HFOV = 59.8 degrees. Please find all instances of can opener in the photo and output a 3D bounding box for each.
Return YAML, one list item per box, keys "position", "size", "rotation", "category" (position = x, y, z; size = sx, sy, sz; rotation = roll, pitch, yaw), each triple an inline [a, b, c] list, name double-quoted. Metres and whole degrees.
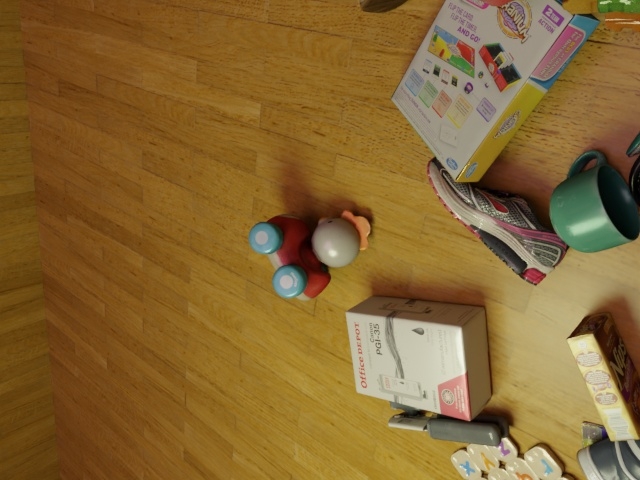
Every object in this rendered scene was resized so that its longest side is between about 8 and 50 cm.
- position: [0.263, 0.380, 1.215]
  size: [0.283, 0.076, 0.095]
  rotation: [-12, 92, 45]
  category: "can opener"

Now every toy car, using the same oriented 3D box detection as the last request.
- position: [0.000, 0.000, 1.276]
  size: [0.238, 0.219, 0.210]
  rotation: [-32, 81, 13]
  category: "toy car"

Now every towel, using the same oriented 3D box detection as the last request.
- position: [0.529, 0.375, 1.036]
  size: [0.083, 0.009, 0.060]
  rotation: [4, 106, 40]
  category: "towel"

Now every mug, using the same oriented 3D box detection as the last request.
- position: [0.440, -0.054, 0.907]
  size: [0.129, 0.158, 0.097]
  rotation: [48, 138, -13]
  category: "mug"

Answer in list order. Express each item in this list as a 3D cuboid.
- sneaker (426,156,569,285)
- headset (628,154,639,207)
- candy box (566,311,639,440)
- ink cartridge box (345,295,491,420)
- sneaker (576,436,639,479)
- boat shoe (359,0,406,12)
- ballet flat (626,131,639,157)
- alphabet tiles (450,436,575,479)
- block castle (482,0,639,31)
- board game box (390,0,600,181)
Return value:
- position: [0.315, -0.055, 1.023]
  size: [0.299, 0.121, 0.112]
  rotation: [46, 102, 19]
  category: "sneaker"
- position: [0.547, -0.086, 0.747]
  size: [0.185, 0.243, 0.394]
  rotation: [4, 91, 9]
  category: "headset"
- position: [0.495, 0.229, 0.951]
  size: [0.053, 0.109, 0.187]
  rotation: [-27, 86, 43]
  category: "candy box"
- position: [0.206, 0.243, 1.195]
  size: [0.283, 0.117, 0.207]
  rotation: [1, 105, 40]
  category: "ink cartridge box"
- position: [0.588, 0.449, 0.935]
  size: [0.153, 0.099, 0.282]
  rotation: [-50, 66, 31]
  category: "sneaker"
- position: [0.181, -0.531, 0.962]
  size: [0.342, 0.123, 0.123]
  rotation: [-19, 81, 56]
  category: "boat shoe"
- position: [0.516, -0.173, 0.852]
  size: [0.041, 0.041, 0.114]
  rotation: [36, 125, 27]
  category: "ballet flat"
- position: [0.416, 0.544, 1.180]
  size: [0.278, 0.021, 0.284]
  rotation: [52, 130, 18]
  category: "alphabet tiles"
- position: [0.435, -0.418, 0.669]
  size: [0.453, 0.303, 0.213]
  rotation: [17, 157, 35]
  category: "block castle"
- position: [0.269, -0.294, 0.940]
  size: [0.242, 0.064, 0.316]
  rotation: [61, 139, 31]
  category: "board game box"
